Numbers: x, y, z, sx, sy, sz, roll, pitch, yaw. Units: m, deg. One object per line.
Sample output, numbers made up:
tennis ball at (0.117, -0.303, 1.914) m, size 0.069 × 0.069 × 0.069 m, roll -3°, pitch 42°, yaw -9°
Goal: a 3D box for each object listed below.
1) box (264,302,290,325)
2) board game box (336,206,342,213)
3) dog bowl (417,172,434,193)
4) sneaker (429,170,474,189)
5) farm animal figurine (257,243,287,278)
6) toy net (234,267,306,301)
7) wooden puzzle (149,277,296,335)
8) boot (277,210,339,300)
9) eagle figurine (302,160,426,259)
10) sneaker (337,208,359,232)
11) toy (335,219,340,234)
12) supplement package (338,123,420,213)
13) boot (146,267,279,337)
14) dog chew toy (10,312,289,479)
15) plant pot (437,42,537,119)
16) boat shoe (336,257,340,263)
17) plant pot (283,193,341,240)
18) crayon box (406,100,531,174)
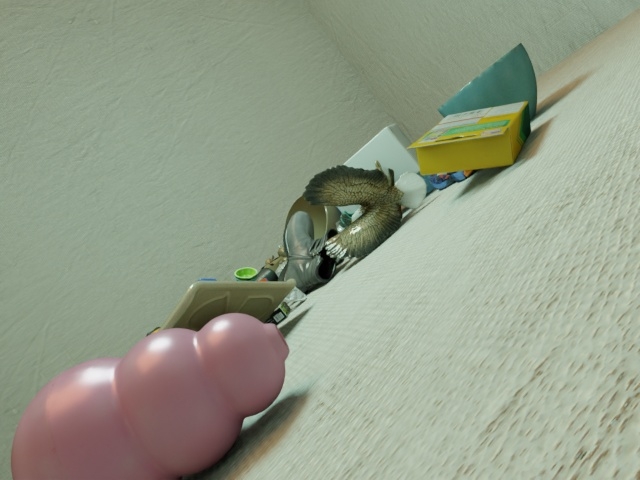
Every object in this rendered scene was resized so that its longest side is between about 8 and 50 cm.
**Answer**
box at (-0.179, 0.251, 1.291) m, size 0.207 × 0.036 × 0.114 m, roll -38°, pitch 2°, yaw 2°
board game box at (0.229, -0.179, 2.003) m, size 0.308 × 0.086 × 0.302 m, roll -26°, pitch 2°, yaw -1°
dog bowl at (0.348, -0.205, 1.618) m, size 0.165 × 0.074 × 0.297 m, roll -38°, pitch 3°, yaw 7°
sneaker at (0.363, -0.207, 1.285) m, size 0.083 × 0.087 × 0.221 m, roll -38°, pitch 3°, yaw -13°
farm animal figurine at (-0.189, 0.118, 2.246) m, size 0.330 × 0.172 × 0.326 m, roll -36°, pitch 4°, yaw 43°
toy net at (-0.154, 0.135, 1.303) m, size 0.231 × 0.045 × 0.122 m, roll 9°, pitch 23°, yaw 21°
wooden puzzle at (-0.253, 0.190, 1.043) m, size 0.322 × 0.081 × 0.347 m, roll -50°, pitch -25°, yaw 21°
boot at (-0.018, 0.015, 1.432) m, size 0.222 × 0.118 × 0.339 m, roll -35°, pitch 41°, yaw 42°
eagle figurine at (0.128, -0.094, 1.291) m, size 0.298 × 0.226 × 0.225 m, roll -19°, pitch -48°, yaw -41°
sneaker at (0.135, -0.063, 1.424) m, size 0.166 × 0.076 × 0.065 m, roll -5°, pitch 24°, yaw -11°
toy at (0.111, -0.070, 1.778) m, size 0.136 × 0.056 × 0.237 m, roll -38°, pitch -20°, yaw -8°
supplement package at (0.178, -0.221, 1.524) m, size 0.293 × 0.175 × 0.177 m, roll -39°, pitch 2°, yaw 25°
boot at (-0.286, 0.233, 1.378) m, size 0.445 × 0.146 × 0.367 m, roll -34°, pitch -11°, yaw -32°
dog chew toy at (-0.191, 0.206, 0.571) m, size 0.331 × 0.207 × 0.206 m, roll -31°, pitch 2°, yaw -4°
plant pot at (0.531, -0.414, 1.390) m, size 0.290 × 0.196 × 0.290 m, roll -37°, pitch 2°, yaw 2°
boat shoe at (0.046, 0.034, 1.554) m, size 0.070 × 0.078 × 0.219 m, roll -39°, pitch 1°, yaw -5°
plant pot at (0.003, -0.046, 1.962) m, size 0.190 × 0.285 × 0.284 m, roll 9°, pitch -33°, yaw -40°
crayon box at (0.350, -0.231, 1.054) m, size 0.202 × 0.083 × 0.323 m, roll -2°, pitch 23°, yaw 33°
